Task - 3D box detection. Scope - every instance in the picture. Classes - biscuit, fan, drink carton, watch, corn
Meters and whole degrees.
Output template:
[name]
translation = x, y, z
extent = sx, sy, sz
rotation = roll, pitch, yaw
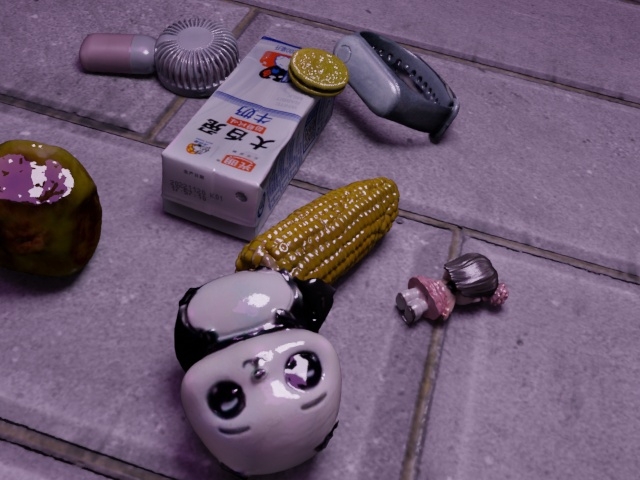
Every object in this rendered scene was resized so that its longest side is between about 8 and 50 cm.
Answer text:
[biscuit]
translation = -0.002, -0.225, 0.903
extent = 0.084, 0.023, 0.084
rotation = 12, 47, -13
[fan]
translation = -0.247, -0.285, 1.042
extent = 0.244, 0.074, 0.130
rotation = 3, 56, 0
[drink carton]
translation = -0.084, -0.147, 0.902
extent = 0.130, 0.107, 0.315
rotation = 18, 45, 10
[watch]
translation = 0.121, -0.240, 1.024
extent = 0.193, 0.068, 0.206
rotation = -8, 51, -48
[corn]
translation = 0.000, 0.000, 0.780
extent = 0.097, 0.097, 0.261
rotation = 35, 49, 23

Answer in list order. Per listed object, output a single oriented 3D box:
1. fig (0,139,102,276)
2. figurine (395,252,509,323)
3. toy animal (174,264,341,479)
[fig]
translation = -0.317, -0.040, 0.735
extent = 0.154, 0.144, 0.165
rotation = 16, 9, -43
[figurine]
translation = 0.152, 0.058, 0.776
extent = 0.129, 0.054, 0.072
rotation = -18, 55, -23
[toy animal]
translation = -0.046, 0.117, 0.623
extent = 0.166, 0.138, 0.179
rotation = -17, 43, -3
